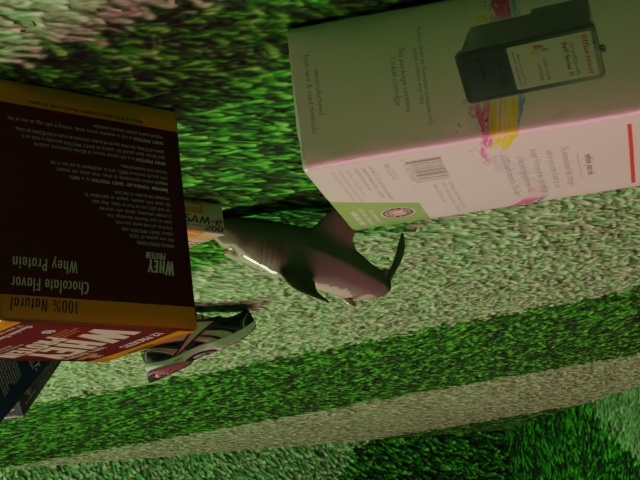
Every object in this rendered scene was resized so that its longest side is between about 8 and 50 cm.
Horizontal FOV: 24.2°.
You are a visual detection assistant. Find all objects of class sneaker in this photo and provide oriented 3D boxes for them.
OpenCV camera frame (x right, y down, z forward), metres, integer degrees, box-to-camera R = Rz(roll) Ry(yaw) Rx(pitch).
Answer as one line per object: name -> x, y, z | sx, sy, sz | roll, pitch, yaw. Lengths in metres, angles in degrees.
sneaker -> -0.171, 0.125, 2.057 | 0.178, 0.077, 0.072 | -24, 179, -34

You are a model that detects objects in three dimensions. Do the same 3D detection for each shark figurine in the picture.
shark figurine -> 0.027, 0.010, 1.643 | 0.278, 0.116, 0.166 | 17, -173, -42

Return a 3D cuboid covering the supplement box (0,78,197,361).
supplement box -> -0.221, -0.009, 1.220 | 0.191, 0.194, 0.129 | 7, 160, -44

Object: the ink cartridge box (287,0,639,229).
ink cartridge box -> 0.171, -0.111, 1.165 | 0.353, 0.119, 0.207 | -9, 166, 10

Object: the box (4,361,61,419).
box -> -0.432, 0.165, 1.881 | 0.183, 0.059, 0.233 | -9, -163, 9

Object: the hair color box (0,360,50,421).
hair color box -> -0.386, 0.127, 1.508 | 0.173, 0.105, 0.347 | -12, -159, 20

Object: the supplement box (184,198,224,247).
supplement box -> -0.156, -0.012, 1.566 | 0.098, 0.036, 0.062 | -20, 162, 40
